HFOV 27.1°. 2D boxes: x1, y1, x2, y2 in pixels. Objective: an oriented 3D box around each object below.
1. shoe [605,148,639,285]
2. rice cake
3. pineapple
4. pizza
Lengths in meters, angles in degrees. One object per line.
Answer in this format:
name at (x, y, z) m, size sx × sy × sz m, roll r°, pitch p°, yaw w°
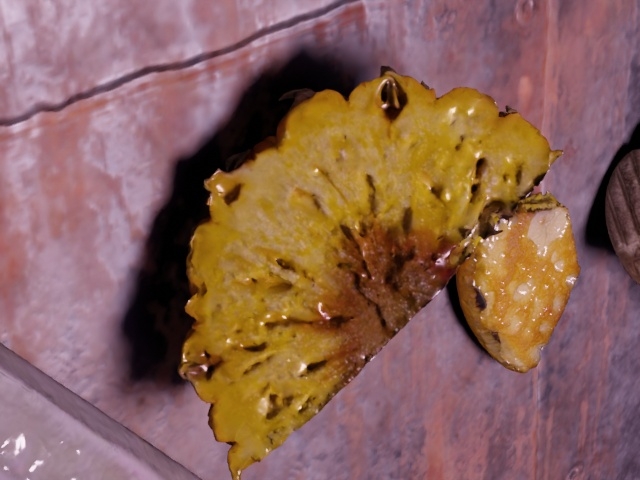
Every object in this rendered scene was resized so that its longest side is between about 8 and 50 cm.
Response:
shoe at (0.403, -0.032, 1.010) m, size 0.198 × 0.351 × 0.172 m, roll 44°, pitch 38°, yaw -60°
rice cake at (-0.133, 0.115, 0.709) m, size 0.064 × 0.070 × 0.399 m, roll -53°, pitch 138°, yaw -10°
pineapple at (0.004, -0.004, 0.772) m, size 0.250 × 0.140 × 0.164 m, roll -47°, pitch 180°, yaw 7°
pizza at (0.138, 0.024, 0.944) m, size 0.099 × 0.036 × 0.160 m, roll -42°, pitch 135°, yaw -19°
